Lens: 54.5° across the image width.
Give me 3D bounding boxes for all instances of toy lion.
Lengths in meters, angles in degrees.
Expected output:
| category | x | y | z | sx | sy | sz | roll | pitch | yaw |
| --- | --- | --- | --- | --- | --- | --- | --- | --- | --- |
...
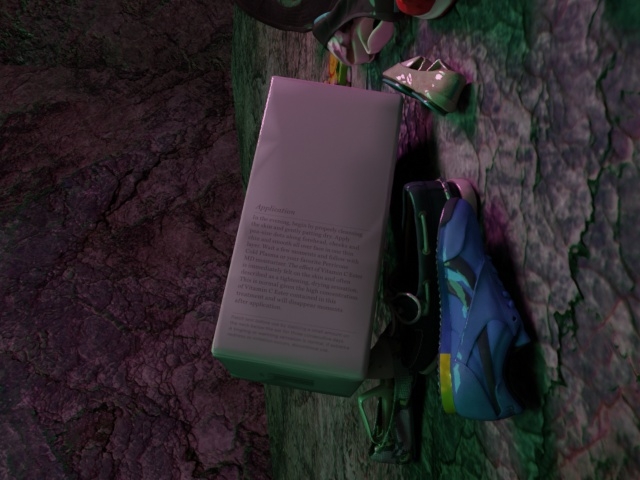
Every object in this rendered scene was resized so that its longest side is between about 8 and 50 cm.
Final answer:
| category | x | y | z | sx | sy | sz | roll | pitch | yaw |
| --- | --- | --- | --- | --- | --- | --- | --- | --- | --- |
| toy lion | 0.032 | -0.316 | 1.136 | 0.100 | 0.034 | 0.096 | -138 | 55 | -73 |

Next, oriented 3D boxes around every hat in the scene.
| category | x | y | z | sx | sy | sz | roll | pitch | yaw |
| --- | --- | --- | --- | --- | --- | --- | --- | --- | --- |
| hat | -0.060 | -0.577 | 1.188 | 0.134 | 0.331 | 0.331 | -52 | -15 | -37 |

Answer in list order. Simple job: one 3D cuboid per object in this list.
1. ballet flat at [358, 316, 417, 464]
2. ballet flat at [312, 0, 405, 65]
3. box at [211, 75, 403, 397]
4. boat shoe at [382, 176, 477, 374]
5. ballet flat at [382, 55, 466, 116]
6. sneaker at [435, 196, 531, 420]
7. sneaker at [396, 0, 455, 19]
| category | x | y | z | sx | sy | sz | roll | pitch | yaw |
| --- | --- | --- | --- | --- | --- | --- | --- | --- | --- |
| ballet flat | 0.090 | 0.198 | 0.831 | 0.077 | 0.079 | 0.221 | -139 | 48 | -75 |
| ballet flat | 0.051 | -0.312 | 0.908 | 0.280 | 0.095 | 0.096 | -175 | 71 | -78 |
| box | -0.009 | 0.005 | 0.790 | 0.215 | 0.168 | 0.345 | 95 | -175 | -70 |
| boat shoe | 0.112 | 0.048 | 0.704 | 0.095 | 0.079 | 0.254 | -109 | 21 | -53 |
| ballet flat | 0.122 | -0.185 | 0.719 | 0.052 | 0.057 | 0.168 | -59 | 26 | 14 |
| sneaker | 0.152 | 0.059 | 0.579 | 0.069 | 0.082 | 0.209 | 31 | -124 | -61 |
| sneaker | 0.088 | -0.289 | 0.644 | 0.221 | 0.128 | 0.087 | -169 | 78 | -77 |
